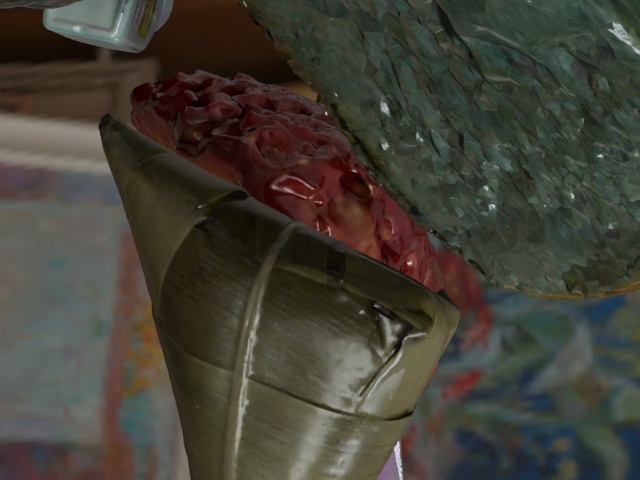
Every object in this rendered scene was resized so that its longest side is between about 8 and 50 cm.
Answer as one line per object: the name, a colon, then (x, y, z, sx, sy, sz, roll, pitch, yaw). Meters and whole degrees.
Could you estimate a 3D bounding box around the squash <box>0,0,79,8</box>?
squash: (-0.084, -0.184, 0.498, 0.252, 0.165, 0.252, -19, 120, -36)

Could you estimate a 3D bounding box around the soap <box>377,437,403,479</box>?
soap: (-0.029, 0.118, 1.658, 0.259, 0.081, 0.181, 42, -37, 46)

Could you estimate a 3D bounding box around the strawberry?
strawberry: (0.000, 0.000, 1.154, 0.336, 0.149, 0.265, 128, -60, -80)

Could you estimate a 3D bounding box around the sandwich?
sandwich: (0.089, -0.097, 0.719, 0.099, 0.301, 0.271, -43, 103, -26)

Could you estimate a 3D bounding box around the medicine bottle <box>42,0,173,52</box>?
medicine bottle: (-0.126, -0.155, 1.170, 0.118, 0.055, 0.074, 3, 97, -84)

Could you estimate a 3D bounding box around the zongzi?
zongzi: (-0.049, 0.056, 0.811, 0.160, 0.176, 0.078, -64, 171, 9)
